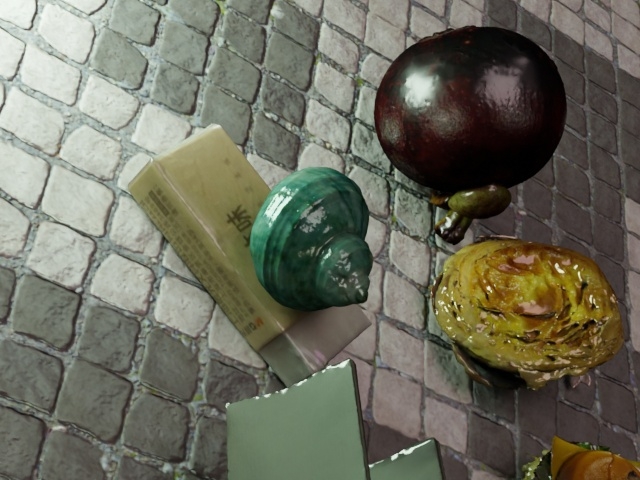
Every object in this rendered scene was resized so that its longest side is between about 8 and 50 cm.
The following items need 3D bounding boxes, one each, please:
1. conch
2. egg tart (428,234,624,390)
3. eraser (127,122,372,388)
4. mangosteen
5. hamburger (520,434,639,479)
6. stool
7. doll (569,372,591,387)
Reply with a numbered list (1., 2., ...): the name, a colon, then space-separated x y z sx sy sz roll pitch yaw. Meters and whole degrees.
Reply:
1. conch: 0.002 0.002 1.463 0.196 0.134 0.202 2 62 -36
2. egg tart: 0.295 0.118 1.735 0.297 0.132 0.297 8 47 -8
3. eraser: -0.090 0.019 1.531 0.343 0.078 0.144 51 45 1
4. mangosteen: 0.230 -0.179 1.769 0.297 0.297 0.293 2 59 -38
5. hamburger: 0.366 0.394 1.597 0.243 0.139 0.261 22 51 -24
6. stool: 0.030 0.315 1.283 0.243 0.170 0.269 48 28 -46
7. doll: 0.392 0.163 1.825 0.073 0.084 0.127 -1 89 -13
